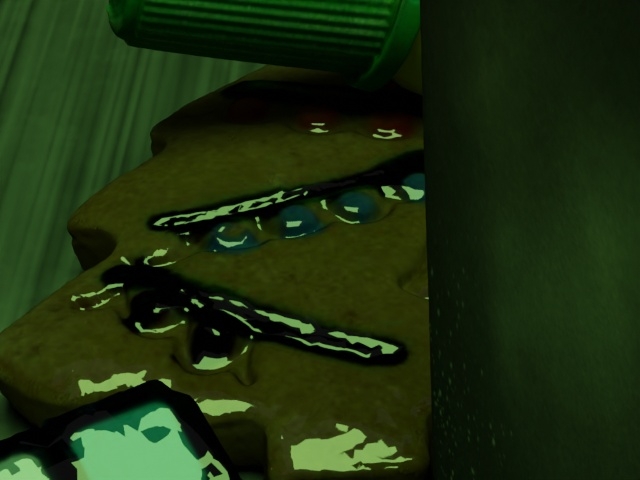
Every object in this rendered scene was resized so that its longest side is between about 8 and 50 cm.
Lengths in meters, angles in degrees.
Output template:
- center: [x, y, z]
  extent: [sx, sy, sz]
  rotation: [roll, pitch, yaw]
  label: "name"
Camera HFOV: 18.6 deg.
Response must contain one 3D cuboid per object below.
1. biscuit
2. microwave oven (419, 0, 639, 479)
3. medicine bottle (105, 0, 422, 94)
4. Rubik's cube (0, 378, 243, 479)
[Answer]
- center: [0.000, -0.001, 0.832]
  extent: [0.278, 0.043, 0.301]
  rotation: [-4, 38, -4]
  label: "biscuit"
- center: [0.213, 0.058, 0.499]
  extent: [0.236, 0.374, 0.432]
  rotation: [-15, 36, -16]
  label: "microwave oven"
- center: [0.059, -0.099, 0.879]
  extent: [0.309, 0.076, 0.111]
  rotation: [2, 10, -17]
  label: "medicine bottle"
- center: [-0.080, 0.177, 0.463]
  extent: [0.182, 0.187, 0.184]
  rotation: [-20, 59, -23]
  label: "Rubik's cube"
